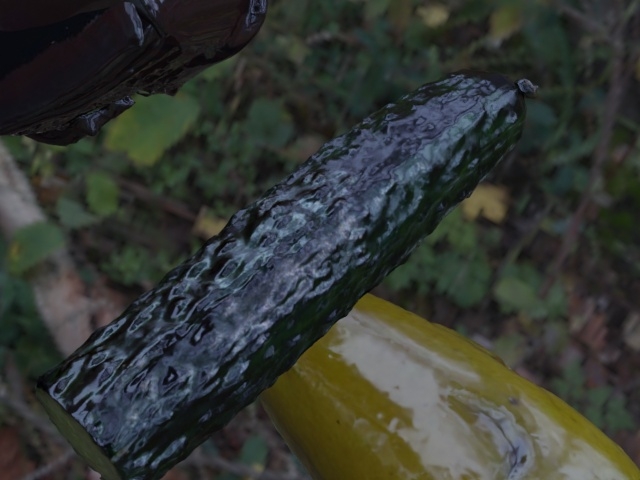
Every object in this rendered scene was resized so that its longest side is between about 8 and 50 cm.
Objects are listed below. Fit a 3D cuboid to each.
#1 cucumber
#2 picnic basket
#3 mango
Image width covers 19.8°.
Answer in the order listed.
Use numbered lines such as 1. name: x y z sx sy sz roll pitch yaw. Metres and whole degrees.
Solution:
1. cucumber: 0.000 0.000 0.813 0.067 0.067 0.293 40 62 17
2. picnic basket: -0.185 -0.197 1.056 0.297 0.222 0.129 60 22 -6
3. mango: 0.091 0.168 1.334 0.365 0.182 0.253 36 -2 11
